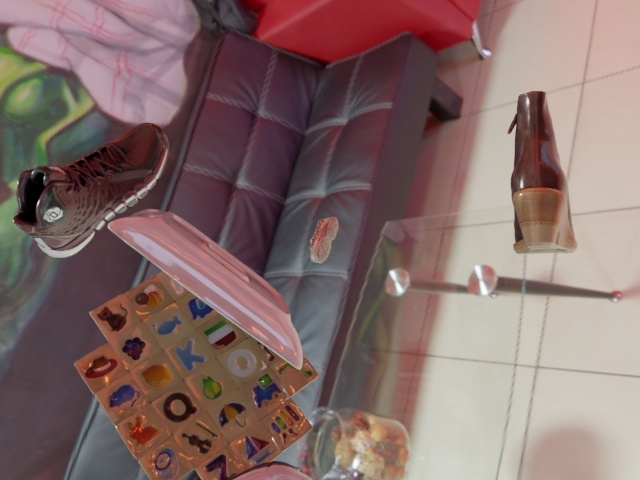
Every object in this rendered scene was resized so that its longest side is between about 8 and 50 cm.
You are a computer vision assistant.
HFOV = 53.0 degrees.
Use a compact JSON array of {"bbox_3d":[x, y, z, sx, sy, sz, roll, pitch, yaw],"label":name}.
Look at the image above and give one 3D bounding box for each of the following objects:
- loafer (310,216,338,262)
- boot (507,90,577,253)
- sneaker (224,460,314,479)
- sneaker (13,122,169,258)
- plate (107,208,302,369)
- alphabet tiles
[{"bbox_3d":[0.000,0.000,1.234,0.039,0.045,0.125,0,38,22],"label":"loafer"},{"bbox_3d":[0.317,-0.086,0.917,0.090,0.248,0.207,-2,84,20],"label":"boot"},{"bbox_3d":[-0.132,0.269,0.452,0.321,0.124,0.180,-46,12,-10],"label":"sneaker"},{"bbox_3d":[-0.368,-0.103,1.021,0.106,0.162,0.281,35,80,21],"label":"sneaker"},{"bbox_3d":[-0.137,0.042,0.853,0.045,0.277,0.278,-51,10,-1],"label":"plate"},{"bbox_3d":[-0.181,0.195,0.966,0.342,0.285,0.011,50,154,16],"label":"alphabet tiles"}]
